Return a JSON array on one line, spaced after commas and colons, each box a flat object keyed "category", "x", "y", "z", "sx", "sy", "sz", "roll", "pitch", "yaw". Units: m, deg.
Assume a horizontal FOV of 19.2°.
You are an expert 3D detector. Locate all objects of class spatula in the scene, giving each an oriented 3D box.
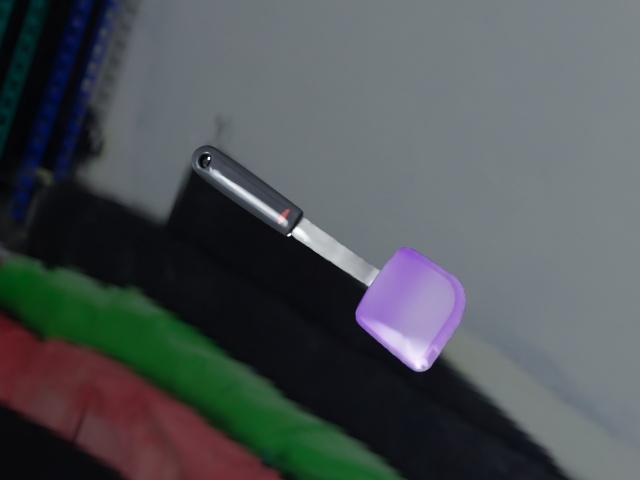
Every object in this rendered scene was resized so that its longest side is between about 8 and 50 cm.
[{"category": "spatula", "x": 0.000, "y": 0.000, "z": 1.619, "sx": 0.296, "sy": 0.084, "sz": 0.030, "roll": 36, "pitch": -177, "yaw": 21}]
